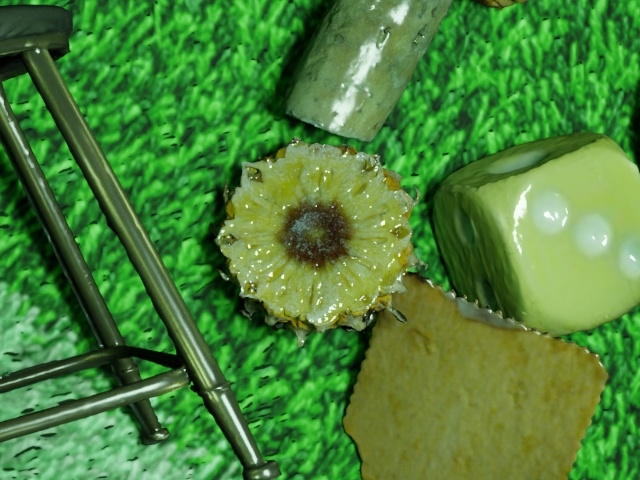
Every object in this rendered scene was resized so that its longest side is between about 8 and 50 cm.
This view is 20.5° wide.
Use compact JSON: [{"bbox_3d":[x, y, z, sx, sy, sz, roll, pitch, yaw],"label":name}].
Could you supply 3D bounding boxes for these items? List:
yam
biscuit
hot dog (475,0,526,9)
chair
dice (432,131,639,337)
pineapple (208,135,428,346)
[{"bbox_3d":[0.043,-0.183,1.703,0.107,0.107,0.194,31,83,-19],"label":"yam"},{"bbox_3d":[0.140,0.169,1.717,0.232,0.013,0.237,24,114,13],"label":"biscuit"},{"bbox_3d":[0.145,-0.333,1.717,0.259,0.114,0.175,29,72,-23],"label":"hot dog"},{"bbox_3d":[-0.301,0.036,1.465,0.362,0.364,0.410,-16,94,-19],"label":"chair"},{"bbox_3d":[0.224,-0.004,1.745,0.166,0.169,0.169,-23,101,-18],"label":"dice"},{"bbox_3d":[0.000,0.000,1.680,0.221,0.047,0.221,-1,80,4],"label":"pineapple"}]
